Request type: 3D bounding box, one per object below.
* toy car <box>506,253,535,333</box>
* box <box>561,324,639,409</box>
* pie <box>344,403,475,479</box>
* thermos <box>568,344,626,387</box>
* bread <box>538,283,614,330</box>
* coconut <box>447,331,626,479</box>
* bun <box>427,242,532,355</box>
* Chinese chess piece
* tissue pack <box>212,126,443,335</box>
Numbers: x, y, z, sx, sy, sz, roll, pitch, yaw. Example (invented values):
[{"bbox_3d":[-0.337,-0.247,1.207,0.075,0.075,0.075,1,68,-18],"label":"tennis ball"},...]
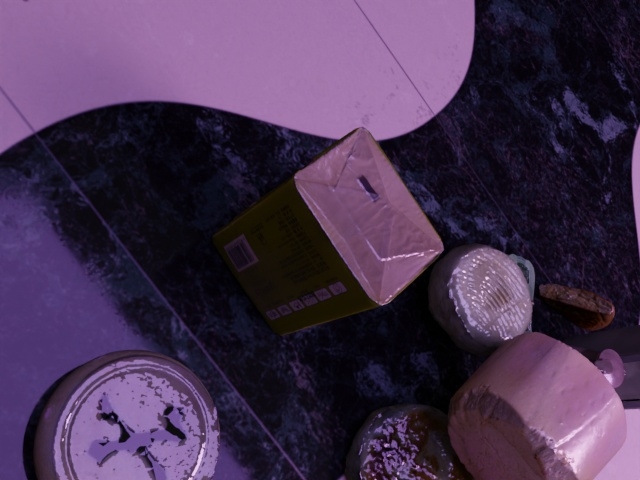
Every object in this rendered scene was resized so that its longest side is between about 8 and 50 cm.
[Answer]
[{"bbox_3d":[0.369,0.115,1.288,0.093,0.058,0.186,22,65,-26],"label":"toy car"},{"bbox_3d":[0.558,0.239,1.261,0.129,0.225,0.086,50,57,-8],"label":"box"},{"bbox_3d":[0.147,0.370,1.070,0.240,0.054,0.241,10,65,-22],"label":"pie"},{"bbox_3d":[0.428,0.232,1.205,0.137,0.193,0.105,16,69,-26],"label":"thermos"},{"bbox_3d":[0.518,0.128,1.327,0.154,0.136,0.054,30,79,-16],"label":"bread"},{"bbox_3d":[0.337,0.266,1.050,0.244,0.239,0.239,-29,91,-33],"label":"coconut"},{"bbox_3d":[0.267,0.103,1.191,0.195,0.118,0.196,6,76,-26],"label":"bun"},{"bbox_3d":[-0.235,0.252,0.862,0.237,0.092,0.238,10,70,-29],"label":"Chinese chess piece"},{"bbox_3d":[0.000,0.000,0.970,0.167,0.274,0.200,-38,96,-34],"label":"tissue pack"}]
